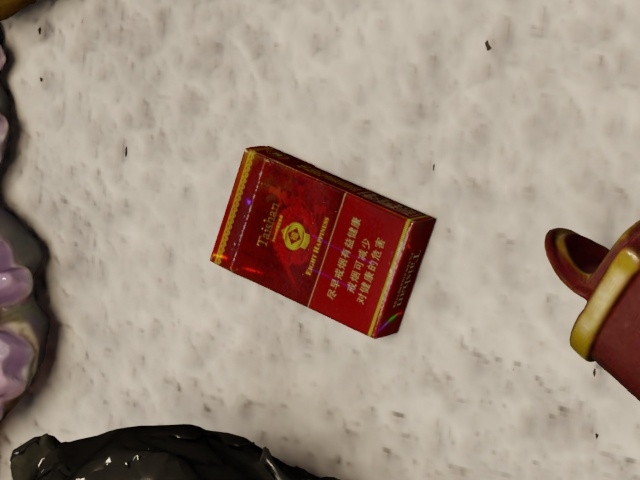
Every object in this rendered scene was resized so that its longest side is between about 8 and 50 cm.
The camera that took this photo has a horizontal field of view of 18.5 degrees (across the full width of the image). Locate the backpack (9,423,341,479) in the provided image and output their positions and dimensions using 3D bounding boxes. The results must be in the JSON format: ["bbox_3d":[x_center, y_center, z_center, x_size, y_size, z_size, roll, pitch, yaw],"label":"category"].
[{"bbox_3d":[-0.043,0.128,0.744,0.106,0.165,0.120,3,91,33],"label":"backpack"}]

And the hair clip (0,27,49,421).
[{"bbox_3d":[-0.174,-0.002,0.861,0.106,0.084,0.292,-6,87,10],"label":"hair clip"}]

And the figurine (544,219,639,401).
[{"bbox_3d":[0.141,0.047,0.702,0.154,0.082,0.098,42,131,19],"label":"figurine"}]

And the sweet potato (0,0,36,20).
[{"bbox_3d":[-0.098,-0.194,0.788,0.124,0.098,0.310,25,100,26],"label":"sweet potato"}]

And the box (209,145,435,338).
[{"bbox_3d":[0.000,0.000,0.792,0.082,0.023,0.051,24,104,24],"label":"box"}]
